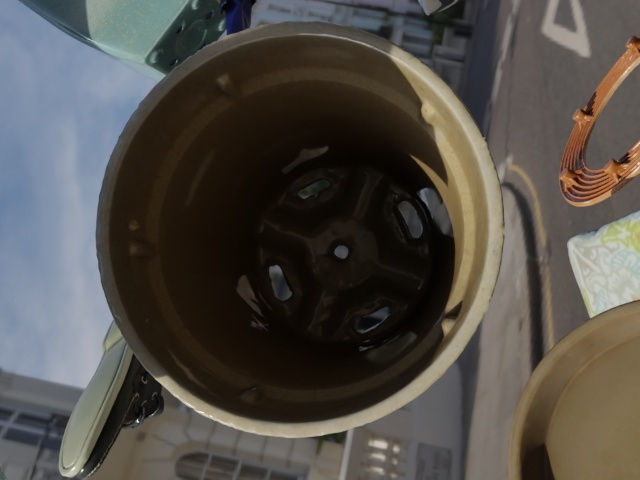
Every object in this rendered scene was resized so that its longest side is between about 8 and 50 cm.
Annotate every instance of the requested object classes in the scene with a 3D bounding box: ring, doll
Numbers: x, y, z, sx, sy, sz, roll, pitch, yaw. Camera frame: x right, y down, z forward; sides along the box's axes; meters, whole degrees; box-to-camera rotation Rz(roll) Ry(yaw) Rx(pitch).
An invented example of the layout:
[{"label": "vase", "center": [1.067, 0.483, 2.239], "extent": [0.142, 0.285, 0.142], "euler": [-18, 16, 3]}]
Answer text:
[{"label": "ring", "center": [0.457, -0.204, 1.185], "extent": [0.337, 0.032, 0.336], "euler": [-59, 8, 14]}, {"label": "doll", "center": [-0.096, -0.278, 0.897], "extent": [0.129, 0.046, 0.189], "euler": [-38, -52, -79]}]

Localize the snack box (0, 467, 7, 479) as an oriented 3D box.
[{"label": "snack box", "center": [-0.328, 0.127, 0.557], "extent": [0.060, 0.322, 0.187], "euler": [-54, -50, -6]}]

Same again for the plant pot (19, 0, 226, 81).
[{"label": "plant pot", "center": [-0.288, -0.388, 1.255], "extent": [0.247, 0.252, 0.248], "euler": [-49, -14, 7]}]

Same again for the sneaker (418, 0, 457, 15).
[{"label": "sneaker", "center": [0.168, -0.374, 0.912], "extent": [0.094, 0.153, 0.235], "euler": [66, -177, 33]}]

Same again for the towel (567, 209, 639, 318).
[{"label": "towel", "center": [0.456, 0.097, 0.873], "extent": [0.374, 0.090, 0.321], "euler": [-34, 65, 59]}]

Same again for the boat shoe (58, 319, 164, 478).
[{"label": "boat shoe", "center": [-0.280, 0.217, 1.180], "extent": [0.127, 0.113, 0.340], "euler": [-39, 25, 26]}]

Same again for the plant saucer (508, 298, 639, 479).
[{"label": "plant saucer", "center": [0.286, 0.182, 0.616], "extent": [0.041, 0.277, 0.278], "euler": [17, -97, -58]}]

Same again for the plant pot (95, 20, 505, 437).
[{"label": "plant pot", "center": [0.000, 0.000, 0.780], "extent": [0.305, 0.333, 0.334], "euler": [28, -107, -80]}]
